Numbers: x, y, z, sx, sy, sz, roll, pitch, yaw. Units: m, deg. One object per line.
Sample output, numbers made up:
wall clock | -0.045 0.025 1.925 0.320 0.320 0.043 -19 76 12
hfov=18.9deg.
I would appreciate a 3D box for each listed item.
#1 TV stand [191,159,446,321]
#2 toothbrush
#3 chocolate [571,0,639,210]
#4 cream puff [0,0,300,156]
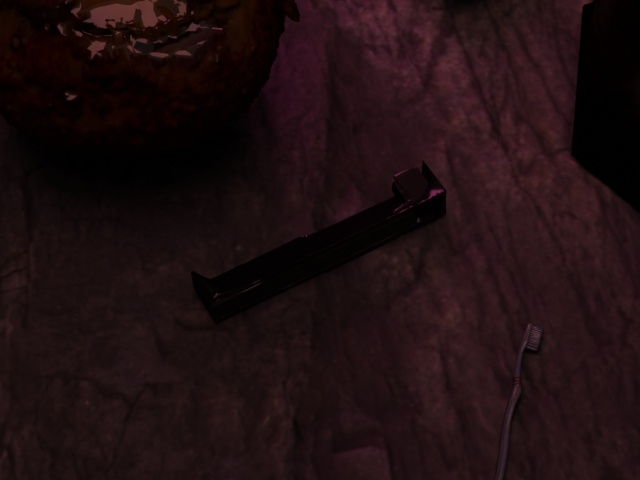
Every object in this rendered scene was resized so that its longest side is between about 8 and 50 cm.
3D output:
TV stand | 0.000 0.000 1.858 0.256 0.040 0.049 -25 58 -14
toothbrush | 0.177 0.156 1.757 0.019 0.013 0.193 16 57 3
chocolate | 0.430 -0.236 1.831 0.383 0.331 0.384 -2 57 3
cream puff | -0.184 -0.203 1.895 0.350 0.229 0.350 -8 32 5
